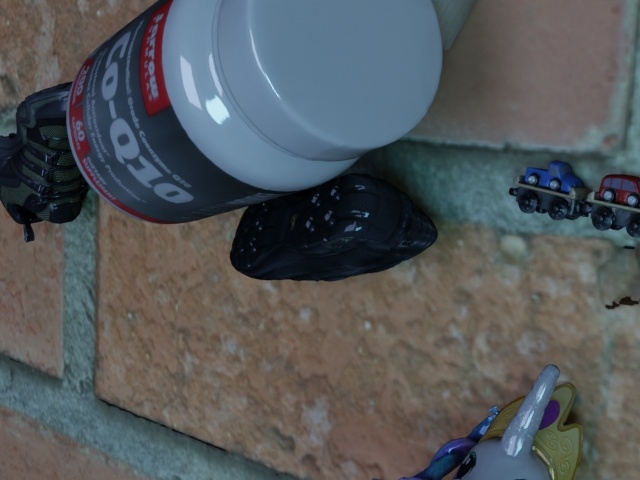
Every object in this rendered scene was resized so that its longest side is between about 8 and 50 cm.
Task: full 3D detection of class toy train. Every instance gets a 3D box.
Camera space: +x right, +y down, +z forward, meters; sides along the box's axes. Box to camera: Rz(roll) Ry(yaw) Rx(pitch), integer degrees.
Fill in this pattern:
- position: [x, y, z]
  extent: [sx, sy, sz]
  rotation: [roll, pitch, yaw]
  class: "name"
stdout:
- position: [0.182, -0.022, 0.597]
  extent: [0.158, 0.027, 0.036]
  rotation: [16, 102, 42]
  class: "toy train"

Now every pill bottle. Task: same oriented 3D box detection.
- position: [-0.057, -0.105, 0.690]
  extent: [0.283, 0.161, 0.161]
  rotation: [-12, 86, 58]
  class: "pill bottle"

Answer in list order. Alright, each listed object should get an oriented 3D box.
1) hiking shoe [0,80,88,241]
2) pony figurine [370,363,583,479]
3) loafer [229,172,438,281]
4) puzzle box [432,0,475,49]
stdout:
- position: [-0.258, -0.080, 0.996]
  extent: [0.227, 0.086, 0.114]
  rotation: [-30, 87, 48]
  class: "hiking shoe"
- position: [0.048, 0.282, 0.587]
  extent: [0.302, 0.363, 0.351]
  rotation: [21, 125, 33]
  class: "pony figurine"
- position: [0.000, 0.000, 0.743]
  extent: [0.223, 0.078, 0.076]
  rotation: [-10, 61, 60]
  class: "loafer"
- position: [0.077, -0.368, 0.644]
  extent: [0.272, 0.052, 0.409]
  rotation: [47, 124, 31]
  class: "puzzle box"
